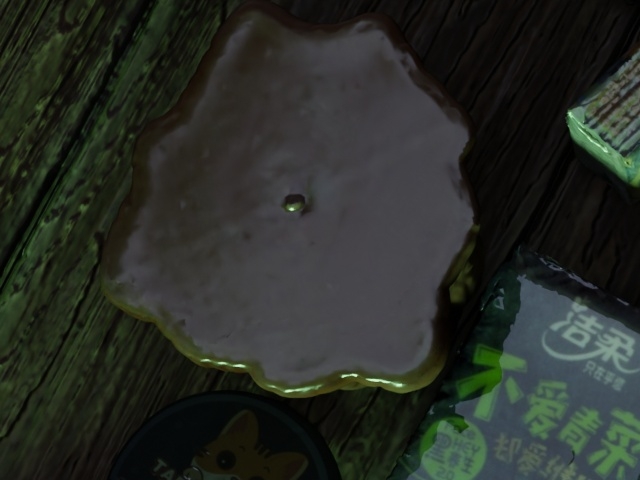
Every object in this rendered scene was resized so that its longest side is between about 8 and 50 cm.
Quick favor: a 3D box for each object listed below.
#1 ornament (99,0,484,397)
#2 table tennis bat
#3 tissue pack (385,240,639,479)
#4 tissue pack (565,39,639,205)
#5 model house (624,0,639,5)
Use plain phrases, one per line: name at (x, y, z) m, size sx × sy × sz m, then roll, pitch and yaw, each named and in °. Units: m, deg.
ornament at (0.000, 0.000, 0.977) m, size 0.221 × 0.217 × 0.235 m, roll -30°, pitch 77°, yaw 4°
table tennis bat at (-0.086, 0.193, 1.019) m, size 0.150 × 0.027 × 0.236 m, roll 39°, pitch 64°, yaw 14°
tissue pack at (0.138, 0.144, 0.999) m, size 0.173 × 0.073 × 0.236 m, roll 29°, pitch 86°, yaw 7°
tissue pack at (0.225, -0.099, 1.010) m, size 0.148 × 0.108 × 0.060 m, roll -44°, pitch 74°, yaw 0°
model house at (0.243, -0.251, 1.047) m, size 0.152 × 0.106 × 0.165 m, roll -14°, pitch 114°, yaw -4°
